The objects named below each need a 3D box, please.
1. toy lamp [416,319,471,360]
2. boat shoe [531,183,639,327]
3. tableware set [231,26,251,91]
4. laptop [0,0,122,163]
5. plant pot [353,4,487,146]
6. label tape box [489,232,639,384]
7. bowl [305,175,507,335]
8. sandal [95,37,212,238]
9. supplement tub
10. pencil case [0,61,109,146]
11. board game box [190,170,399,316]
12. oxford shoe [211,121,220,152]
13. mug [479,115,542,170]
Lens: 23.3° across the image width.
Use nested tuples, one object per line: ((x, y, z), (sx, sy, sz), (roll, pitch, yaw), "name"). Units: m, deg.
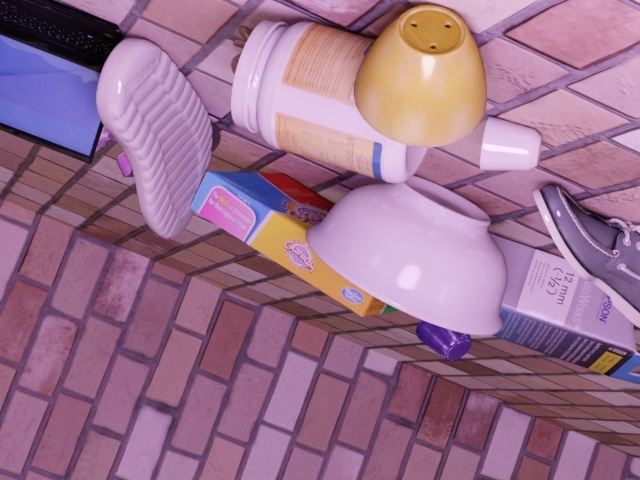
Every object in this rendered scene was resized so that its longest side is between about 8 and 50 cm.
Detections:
((0.141, 0.075, 2.395), (0.275, 0.080, 0.080), (52, -171, 35), "toy lamp")
((0.380, 0.005, 2.005), (0.099, 0.116, 0.319), (-33, 134, 20), "boat shoe")
((-0.007, -0.193, 1.810), (0.194, 0.039, 0.128), (14, 157, 1), "tableware set")
((-0.394, -0.230, 2.065), (0.234, 0.137, 0.264), (20, 169, -3), "laptop")
((0.103, -0.172, 1.515), (0.134, 0.134, 0.095), (19, 145, 8), "plant pot")
((0.381, 0.111, 2.401), (0.347, 0.115, 0.249), (17, 168, 5), "label tape box")
((0.139, -0.001, 2.107), (0.297, 0.134, 0.298), (24, -167, -6), "bowl")
((-0.237, -0.152, 2.124), (0.102, 0.169, 0.416), (24, 156, 18), "sandal")
((0.019, -0.153, 1.666), (0.199, 0.144, 0.144), (18, 169, 15), "supplement tub")
((-0.374, -0.216, 2.232), (0.206, 0.088, 0.086), (28, 169, -39), "pencil case")
((0.000, 0.000, 2.272), (0.316, 0.064, 0.242), (31, -165, 22), "board game box")
((-0.235, -0.185, 2.237), (0.212, 0.076, 0.076), (25, -161, -36), "oxford shoe")
((0.220, -0.112, 1.775), (0.064, 0.078, 0.062), (9, 134, 12), "mug")
